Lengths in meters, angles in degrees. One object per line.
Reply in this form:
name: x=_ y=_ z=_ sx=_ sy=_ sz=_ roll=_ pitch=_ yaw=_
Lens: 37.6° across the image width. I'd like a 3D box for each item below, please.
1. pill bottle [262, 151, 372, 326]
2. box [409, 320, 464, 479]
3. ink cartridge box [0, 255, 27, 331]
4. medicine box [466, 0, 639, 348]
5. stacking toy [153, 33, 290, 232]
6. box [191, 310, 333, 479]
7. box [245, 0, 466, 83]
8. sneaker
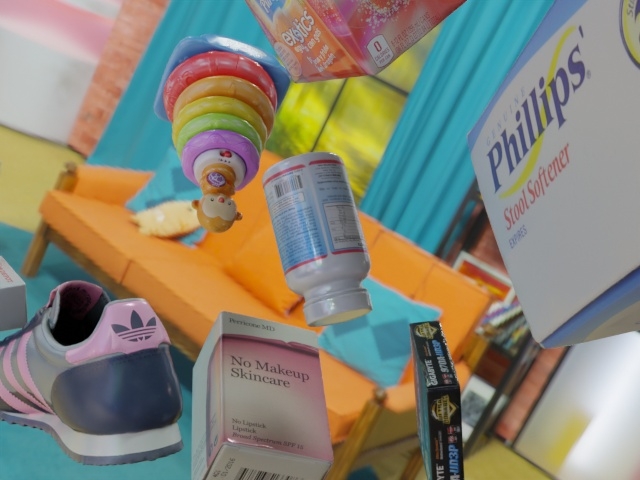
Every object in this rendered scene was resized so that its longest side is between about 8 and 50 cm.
pill bottle: x=0.000 y=0.000 z=0.928 sx=0.087 sy=0.087 sz=0.160 roll=6 pitch=66 yaw=-55
box: x=0.173 y=0.256 z=1.391 sx=0.051 sy=0.220 sz=0.175 roll=-7 pitch=27 yaw=0
ink cartridge box: x=-0.362 y=0.058 z=0.930 sx=0.122 sy=0.052 sz=0.088 roll=-7 pitch=23 yaw=-34
medicine box: x=0.259 y=-0.074 z=0.470 sx=0.289 sy=0.263 sz=0.149 roll=-11 pitch=70 yaw=-14
stacking toy: x=-0.138 y=-0.126 z=1.273 sx=0.175 sy=0.165 sz=0.301 roll=16 pitch=43 yaw=-18
box: x=-0.082 y=0.225 z=1.236 sx=0.149 sy=0.126 sz=0.232 roll=14 pitch=36 yaw=-18
box: x=0.077 y=-0.286 z=0.836 sx=0.154 sy=0.300 sz=0.142 roll=58 pitch=-22 yaw=-21
sneaker: x=-0.216 y=0.095 z=0.810 sx=0.112 sy=0.131 sz=0.319 roll=-7 pitch=7 yaw=-42
